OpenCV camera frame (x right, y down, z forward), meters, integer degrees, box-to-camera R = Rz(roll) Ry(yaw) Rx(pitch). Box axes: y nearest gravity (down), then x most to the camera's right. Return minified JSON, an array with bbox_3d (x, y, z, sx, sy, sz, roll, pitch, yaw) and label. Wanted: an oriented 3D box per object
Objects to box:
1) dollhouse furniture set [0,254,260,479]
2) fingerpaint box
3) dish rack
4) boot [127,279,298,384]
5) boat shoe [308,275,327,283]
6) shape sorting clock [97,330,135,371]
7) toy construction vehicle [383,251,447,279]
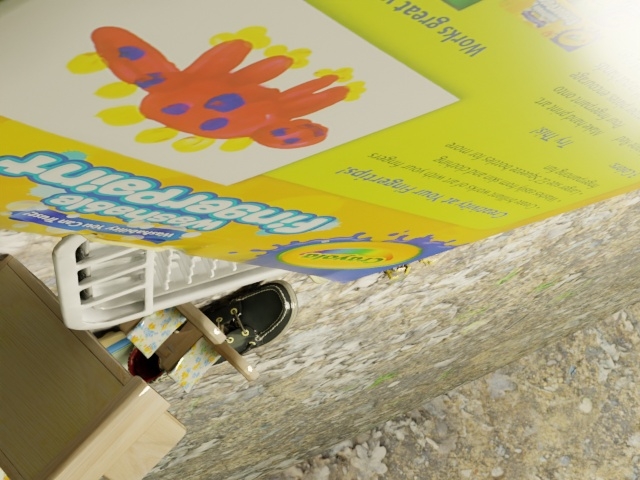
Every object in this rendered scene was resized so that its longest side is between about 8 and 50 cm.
[{"bbox_3d":[-0.259,0.225,1.278,0.362,0.256,0.394,-45,148,-9],"label":"dollhouse furniture set"},{"bbox_3d":[0.026,-0.120,0.502,0.371,0.163,0.445,-20,162,32],"label":"fingerpaint box"},{"bbox_3d":[-0.093,-0.023,1.017,0.333,0.072,0.285,-15,161,-16],"label":"dish rack"},{"bbox_3d":[-0.159,0.142,1.577,0.236,0.085,0.178,-32,169,37],"label":"boot"},{"bbox_3d":[0.000,-0.001,1.413,0.073,0.080,0.223,-21,157,12],"label":"boat shoe"},{"bbox_3d":[-0.336,0.190,1.612,0.206,0.040,0.206,-27,155,-13],"label":"shape sorting clock"},{"bbox_3d":[0.159,0.034,1.750,0.098,0.035,0.086,-17,160,-16],"label":"toy construction vehicle"}]
